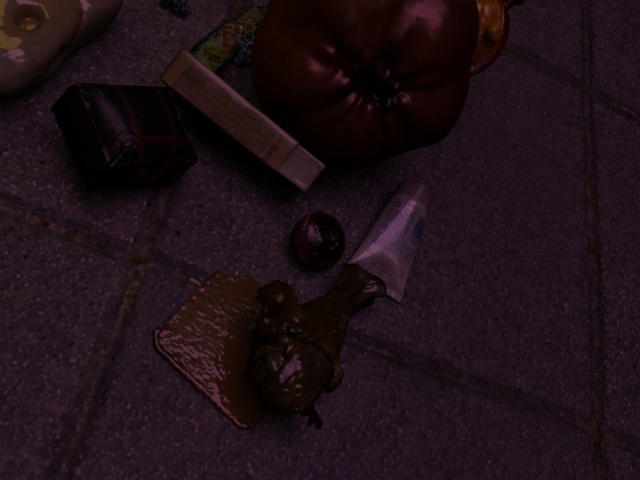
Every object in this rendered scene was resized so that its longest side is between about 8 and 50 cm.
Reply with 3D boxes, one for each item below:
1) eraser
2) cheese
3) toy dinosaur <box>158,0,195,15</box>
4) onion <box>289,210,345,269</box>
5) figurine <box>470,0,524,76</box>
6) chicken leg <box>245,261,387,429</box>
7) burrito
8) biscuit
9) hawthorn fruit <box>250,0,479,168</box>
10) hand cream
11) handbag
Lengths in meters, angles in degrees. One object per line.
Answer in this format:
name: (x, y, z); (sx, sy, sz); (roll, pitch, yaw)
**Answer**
eraser: (-0.144, -0.223, 1.358); (0.343, 0.144, 0.078); (38, 92, -6)
cheese: (-0.579, -0.439, 1.262); (0.328, 0.129, 0.351); (37, 52, -8)
toy dinosaur: (-0.310, -0.509, 1.500); (0.083, 0.030, 0.047); (31, 54, -11)
onion: (0.000, 0.000, 1.350); (0.115, 0.104, 0.115); (5, 80, -29)
figurine: (0.302, -0.457, 1.610); (0.196, 0.323, 0.320); (-4, 67, -28)
chicken leg: (-0.023, 0.144, 1.234); (0.211, 0.140, 0.361); (52, 40, -21)
burrito: (-0.184, -0.415, 1.501); (0.104, 0.054, 0.288); (39, 54, -4)
biscuit: (-0.143, 0.177, 1.237); (0.237, 0.013, 0.232); (44, 54, -2)
hawthorn fruit: (0.078, -0.392, 1.392); (0.472, 0.472, 0.471); (12, 60, -22)
hand cream: (0.157, -0.005, 1.460); (0.133, 0.083, 0.248); (33, 65, -8)
handbag: (-0.335, -0.176, 1.232); (0.215, 0.155, 0.169); (-12, 72, -51)
